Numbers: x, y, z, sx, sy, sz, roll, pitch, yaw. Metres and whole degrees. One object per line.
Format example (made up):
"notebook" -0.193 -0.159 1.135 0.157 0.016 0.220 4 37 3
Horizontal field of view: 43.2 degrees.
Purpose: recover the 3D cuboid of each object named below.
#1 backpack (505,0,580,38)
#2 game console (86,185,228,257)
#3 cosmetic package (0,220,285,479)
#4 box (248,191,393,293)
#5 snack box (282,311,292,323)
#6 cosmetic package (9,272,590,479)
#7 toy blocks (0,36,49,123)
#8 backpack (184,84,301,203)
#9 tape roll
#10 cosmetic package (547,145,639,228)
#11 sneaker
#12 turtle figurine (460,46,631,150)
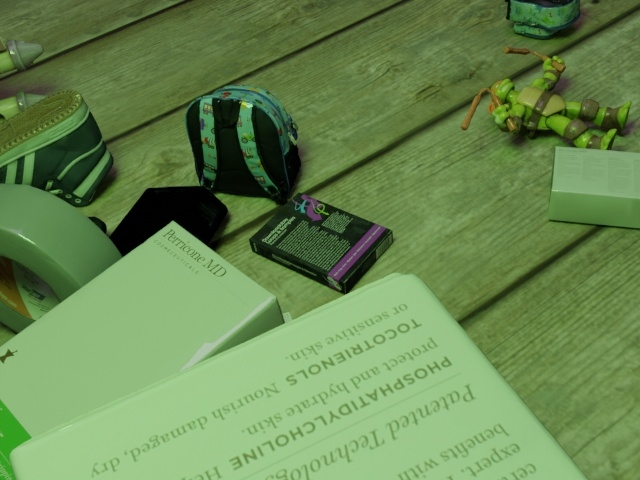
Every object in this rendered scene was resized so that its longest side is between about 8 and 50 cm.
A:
"backpack" 0.398 -0.409 1.426 0.114 0.084 0.105 26 54 36
"game console" -0.323 -0.005 1.130 0.361 0.044 0.213 0 33 16
"cosmetic package" -0.222 0.170 0.858 0.197 0.155 0.365 31 61 35
"box" 0.000 0.000 1.103 0.162 0.029 0.116 25 52 28
"snack box" -0.042 0.161 0.947 0.064 0.022 0.178 -16 44 -7
"cosmetic package" 0.031 0.307 0.567 0.327 0.329 0.393 -23 47 -16
"toy blocks" -0.584 -0.300 1.317 0.260 0.288 0.309 -20 42 -7
"backpack" -0.112 -0.154 1.173 0.158 0.173 0.117 7 46 16
"tape roll" -0.341 0.036 0.977 0.219 0.219 0.072 12 46 20
"cosmetic package" 0.433 -0.066 1.085 0.239 0.060 0.099 7 48 14
"sneaker" -0.446 -0.097 1.198 0.282 0.153 0.099 -27 47 -2
"turtle figurine" 0.335 -0.189 1.208 0.217 0.087 0.269 27 45 21
